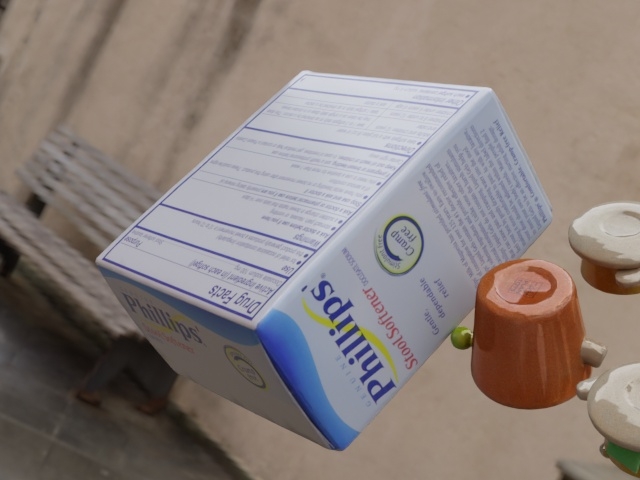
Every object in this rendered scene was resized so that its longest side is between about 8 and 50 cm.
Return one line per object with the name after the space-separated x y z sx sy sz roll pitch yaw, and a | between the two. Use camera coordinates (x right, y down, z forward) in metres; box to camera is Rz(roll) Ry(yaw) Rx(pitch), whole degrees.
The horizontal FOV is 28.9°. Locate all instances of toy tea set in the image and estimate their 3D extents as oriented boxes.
0.249 0.108 0.912 0.336 0.200 0.124 49 -25 51 | toy tea set

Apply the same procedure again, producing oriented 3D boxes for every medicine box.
0.000 0.000 1.072 0.263 0.289 0.149 16 -34 53 | medicine box
